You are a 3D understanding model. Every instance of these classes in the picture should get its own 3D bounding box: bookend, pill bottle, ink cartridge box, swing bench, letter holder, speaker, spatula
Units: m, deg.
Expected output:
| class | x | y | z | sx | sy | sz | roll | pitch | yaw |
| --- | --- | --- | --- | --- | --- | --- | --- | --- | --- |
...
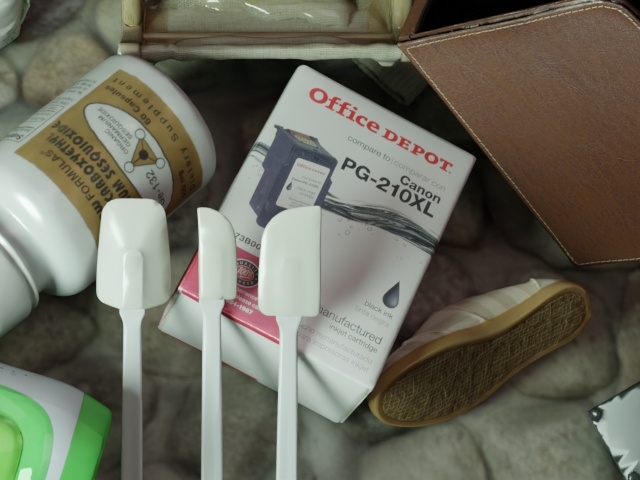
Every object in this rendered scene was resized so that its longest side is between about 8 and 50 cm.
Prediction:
| class | x | y | z | sx | sy | sz | roll | pitch | yaw |
| --- | --- | --- | --- | --- | --- | --- | --- | --- | --- |
| bookend | 0.326 | 0.134 | 1.362 | 0.157 | 0.156 | 0.072 | -33 | 75 | 18 |
| pill bottle | -0.202 | -0.032 | 1.258 | 0.131 | 0.131 | 0.229 | 44 | 62 | 6 |
| ink cartridge box | 0.000 | 0.000 | 1.320 | 0.172 | 0.100 | 0.237 | 28 | 62 | -3 |
| swing bench | -0.043 | -0.280 | 1.360 | 0.253 | 0.165 | 0.255 | 0 | 108 | -5 |
| letter holder | 0.246 | -0.132 | 1.314 | 0.302 | 0.214 | 0.152 | 46 | 54 | -35 |
| speaker | -0.307 | 0.130 | 1.156 | 0.296 | 0.131 | 0.131 | 18 | 62 | -8 |
| spatula | -0.086 | 0.089 | 1.222 | 0.168 | 0.019 | 0.242 | 1 | 102 | -4 |

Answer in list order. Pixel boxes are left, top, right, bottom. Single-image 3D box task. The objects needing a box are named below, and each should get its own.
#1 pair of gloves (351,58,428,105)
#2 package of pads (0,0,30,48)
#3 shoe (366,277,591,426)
| class | x | y | z | sx | sy | sz | roll | pitch | yaw |
| --- | --- | --- | --- | --- | --- | --- | --- | --- | --- |
| pair of gloves | 0.069 | -0.262 | 1.496 | 0.204 | 0.042 | 0.240 | -36 | 79 | -27 |
| package of pads | -0.408 | -0.201 | 1.291 | 0.296 | 0.101 | 0.229 | -34 | 79 | -26 |
| shoe | 0.125 | 0.089 | 1.347 | 0.219 | 0.076 | 0.058 | -24 | 32 | -23 |
